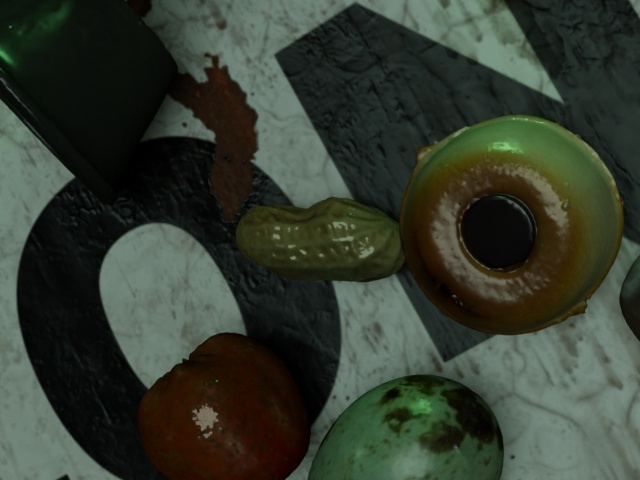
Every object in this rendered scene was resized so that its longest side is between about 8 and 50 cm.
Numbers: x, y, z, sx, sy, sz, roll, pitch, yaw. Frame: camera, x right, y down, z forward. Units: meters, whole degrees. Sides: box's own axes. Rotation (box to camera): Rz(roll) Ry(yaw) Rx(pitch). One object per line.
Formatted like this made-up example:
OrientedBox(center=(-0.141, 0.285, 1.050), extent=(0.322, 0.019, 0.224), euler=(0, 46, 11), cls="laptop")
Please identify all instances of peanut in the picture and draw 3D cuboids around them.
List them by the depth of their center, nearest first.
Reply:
OrientedBox(center=(0.000, 0.000, 1.339), extent=(0.194, 0.093, 0.083), euler=(5, 54, 14), cls="peanut")

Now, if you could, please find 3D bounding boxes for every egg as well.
OrientedBox(center=(0.080, 0.234, 1.284), extent=(0.231, 0.169, 0.169), euler=(-36, 82, 26), cls="egg")

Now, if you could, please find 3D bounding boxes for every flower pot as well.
OrientedBox(center=(-0.263, -0.184, 1.352), extent=(0.166, 0.269, 0.269), euler=(-42, 80, -6), cls="flower pot")

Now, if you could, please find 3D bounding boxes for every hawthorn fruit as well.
OrientedBox(center=(-0.099, 0.197, 1.340), extent=(0.189, 0.189, 0.189), euler=(1, 92, 17), cls="hawthorn fruit")

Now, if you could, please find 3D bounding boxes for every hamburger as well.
OrientedBox(center=(0.188, -0.013, 1.255), extent=(0.237, 0.147, 0.236), euler=(4, 101, 20), cls="hamburger")

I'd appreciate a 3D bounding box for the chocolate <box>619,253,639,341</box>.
OrientedBox(center=(0.387, 0.036, 1.181), extent=(0.157, 0.080, 0.254), euler=(46, 128, 10), cls="chocolate")
